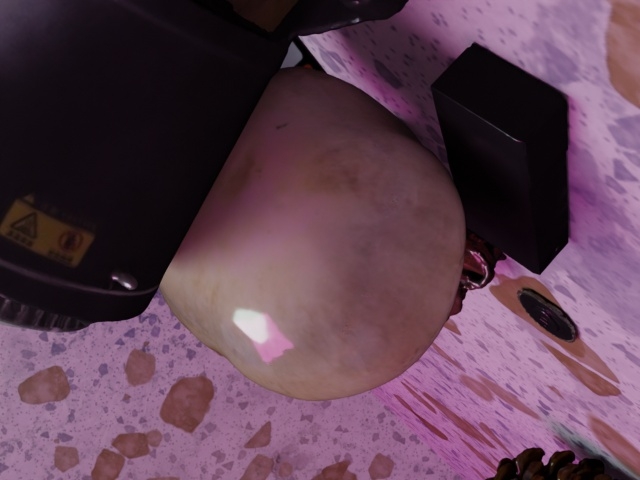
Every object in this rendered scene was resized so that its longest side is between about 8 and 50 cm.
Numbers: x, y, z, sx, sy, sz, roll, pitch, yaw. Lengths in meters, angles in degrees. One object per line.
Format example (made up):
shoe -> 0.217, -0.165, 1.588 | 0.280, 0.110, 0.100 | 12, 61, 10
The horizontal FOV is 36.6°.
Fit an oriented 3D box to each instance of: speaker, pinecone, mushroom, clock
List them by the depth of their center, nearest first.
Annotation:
speaker -> 0.140, -0.050, 0.714 | 0.082, 0.044, 0.218 | 37, 169, 28
mushroom -> 0.000, 0.000, 0.764 | 0.253, 0.260, 0.234 | -10, 159, 27
clock -> 0.234, 0.080, 1.001 | 0.074, 0.010, 0.083 | 37, 168, 29
pinecone -> 0.346, 0.408, 1.371 | 0.272, 0.224, 0.224 | -1, 139, 49

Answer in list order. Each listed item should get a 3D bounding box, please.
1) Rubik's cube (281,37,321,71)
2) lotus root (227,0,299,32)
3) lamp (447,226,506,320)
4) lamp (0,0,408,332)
Rubik's cube -> -0.118, -0.161, 0.927 | 0.155, 0.154, 0.151 | 49, 169, -31
lotus root -> -0.101, -0.253, 0.716 | 0.170, 0.074, 0.261 | 41, 172, 39
lamp -> 0.070, -0.005, 0.953 | 0.215, 0.151, 0.223 | 39, 128, -13
lamp -> -0.154, -0.074, 0.617 | 0.205, 0.272, 0.374 | 20, 176, -39
